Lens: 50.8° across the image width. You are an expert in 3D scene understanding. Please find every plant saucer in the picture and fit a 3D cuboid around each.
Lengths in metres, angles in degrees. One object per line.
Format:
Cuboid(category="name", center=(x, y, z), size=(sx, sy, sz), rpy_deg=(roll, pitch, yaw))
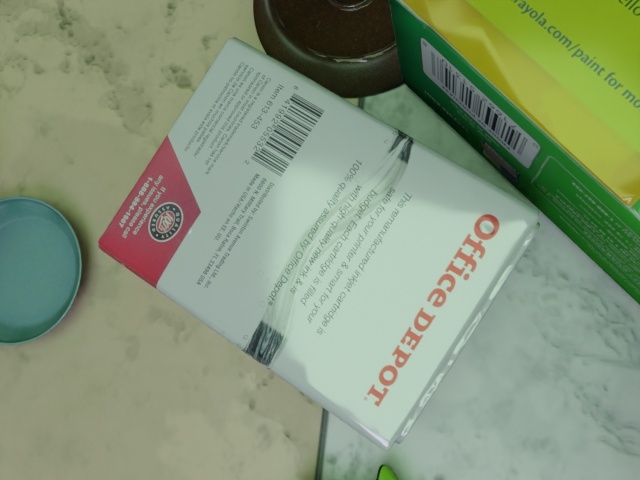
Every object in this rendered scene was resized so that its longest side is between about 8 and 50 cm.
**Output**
Cuboid(category="plant saucer", center=(0.026, -0.196, 0.524), size=(0.168, 0.029, 0.168), rpy_deg=(-1, 82, 9))
Cuboid(category="plant saucer", center=(-0.244, 0.025, 0.547), size=(0.119, 0.021, 0.119), rpy_deg=(-1, 82, 11))

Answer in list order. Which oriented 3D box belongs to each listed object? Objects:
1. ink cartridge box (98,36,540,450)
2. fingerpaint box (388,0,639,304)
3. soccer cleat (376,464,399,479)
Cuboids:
Cuboid(category="ink cartridge box", center=(0.000, 0.000, 0.466), size=(0.237, 0.100, 0.172), rpy_deg=(32, 89, 13))
Cuboid(category="fingerpaint box", center=(0.326, -0.101, 0.389), size=(0.371, 0.163, 0.445), rpy_deg=(-45, 78, 3))
Cuboid(category="soccer cleat", center=(-0.018, 0.215, 0.469), size=(0.179, 0.060, 0.072), rpy_deg=(-23, 70, 0))
